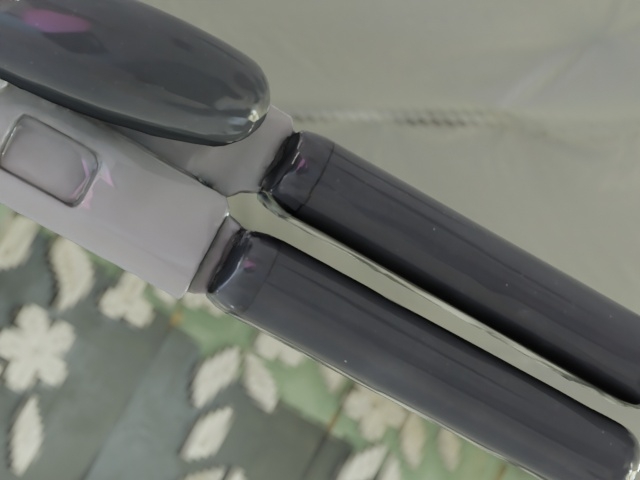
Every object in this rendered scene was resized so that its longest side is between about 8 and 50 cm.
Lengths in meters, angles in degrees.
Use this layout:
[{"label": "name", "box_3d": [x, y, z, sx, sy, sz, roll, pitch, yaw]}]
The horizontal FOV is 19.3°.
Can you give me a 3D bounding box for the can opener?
[{"label": "can opener", "box_3d": [0.000, 0.000, 0.625, 0.283, 0.076, 0.095, 29, -9, -10]}]
